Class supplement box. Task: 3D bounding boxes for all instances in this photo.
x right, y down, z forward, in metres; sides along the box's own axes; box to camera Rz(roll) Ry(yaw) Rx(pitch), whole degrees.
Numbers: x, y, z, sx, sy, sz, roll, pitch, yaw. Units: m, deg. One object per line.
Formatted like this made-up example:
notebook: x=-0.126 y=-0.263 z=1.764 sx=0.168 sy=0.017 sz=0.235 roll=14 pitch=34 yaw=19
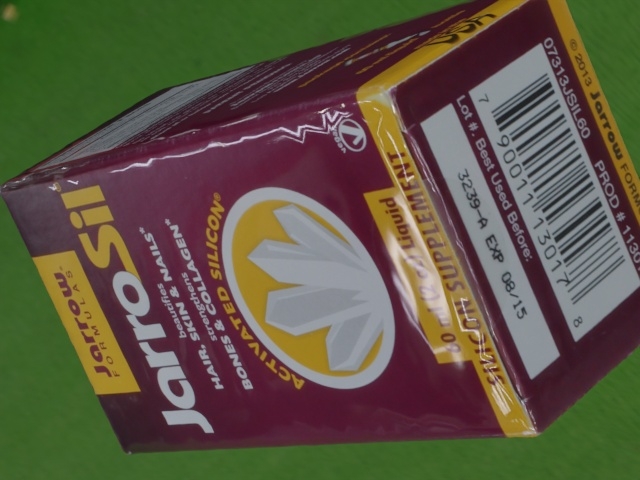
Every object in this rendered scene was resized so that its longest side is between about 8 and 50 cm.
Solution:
supplement box: x=0.000 y=0.000 z=0.565 sx=0.188 sy=0.081 sz=0.104 roll=-10 pitch=109 yaw=49
